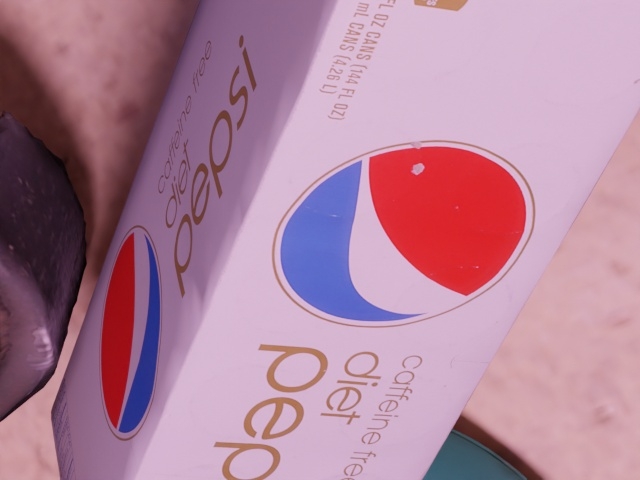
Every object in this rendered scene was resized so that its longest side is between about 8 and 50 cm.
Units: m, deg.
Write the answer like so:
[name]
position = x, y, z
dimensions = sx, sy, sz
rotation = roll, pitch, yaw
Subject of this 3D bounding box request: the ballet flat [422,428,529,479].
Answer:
[ballet flat]
position = 0.056, 0.090, 0.485
dimensions = 0.114, 0.041, 0.041
rotation = 33, 120, 18

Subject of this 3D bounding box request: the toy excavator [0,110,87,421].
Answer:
[toy excavator]
position = -0.258, -0.029, 0.392
dimensions = 0.445, 0.222, 0.433
rotation = 33, 129, -19

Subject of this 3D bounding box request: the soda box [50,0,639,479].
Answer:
[soda box]
position = 0.000, 0.000, 0.428
dimensions = 0.216, 0.074, 0.069
rotation = 115, 151, -41
